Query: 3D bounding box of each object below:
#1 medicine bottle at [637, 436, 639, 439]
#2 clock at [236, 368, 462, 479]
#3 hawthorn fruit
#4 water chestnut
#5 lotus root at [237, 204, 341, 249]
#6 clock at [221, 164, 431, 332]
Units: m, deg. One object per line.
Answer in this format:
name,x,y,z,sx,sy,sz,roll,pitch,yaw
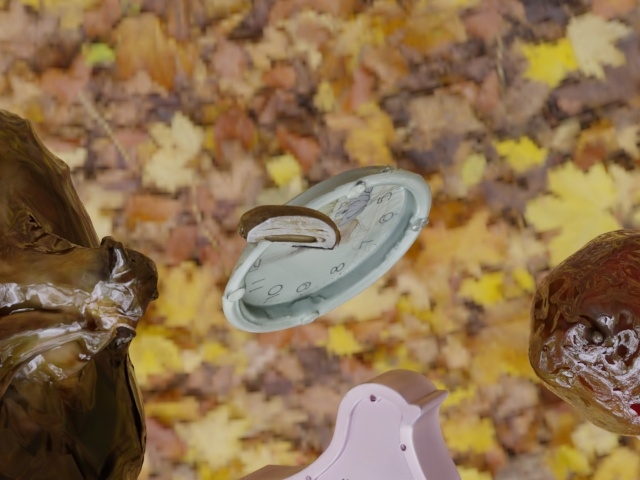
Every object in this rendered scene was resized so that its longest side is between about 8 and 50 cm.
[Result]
medicine bottle,0.462,0.157,2.095,0.219,0.115,0.078,-45,170,10
clock,0.032,0.287,1.987,0.290,0.080,0.275,2,102,30
hawthorn fruit,0.295,0.085,1.600,0.208,0.208,0.248,-34,158,24
water chestnut,-0.222,0.057,0.977,0.302,0.350,0.350,-27,132,29
lotus root,-0.024,-0.014,1.336,0.083,0.037,0.030,6,108,-21
clock,0.000,0.000,1.641,0.236,0.053,0.236,-26,154,-14
